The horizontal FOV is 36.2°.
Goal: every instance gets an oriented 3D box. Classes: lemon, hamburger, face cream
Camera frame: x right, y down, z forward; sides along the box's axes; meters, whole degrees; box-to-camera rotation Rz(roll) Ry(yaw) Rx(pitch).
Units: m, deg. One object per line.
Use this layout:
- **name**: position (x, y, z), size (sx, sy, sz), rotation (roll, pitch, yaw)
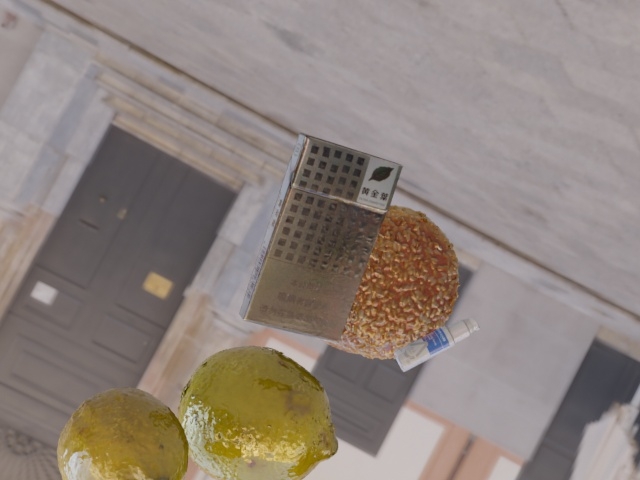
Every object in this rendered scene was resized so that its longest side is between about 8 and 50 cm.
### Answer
- **lemon**: position (-0.298, 0.325, 1.488), size (0.192, 0.192, 0.231), rotation (30, -177, -44)
- **hamburger**: position (0.117, 0.086, 2.045), size (0.330, 0.329, 0.250), rotation (28, 166, -13)
- **lemon**: position (-0.113, 0.324, 1.782), size (0.310, 0.257, 0.258), rotation (16, 174, 15)
- **face cream**: position (0.173, 0.150, 1.442), size (0.034, 0.130, 0.034), rotation (63, 174, 11)

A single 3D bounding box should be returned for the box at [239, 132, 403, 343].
- **box**: position (-0.001, -0.001, 1.631), size (0.180, 0.324, 0.047), rotation (16, -170, -21)
